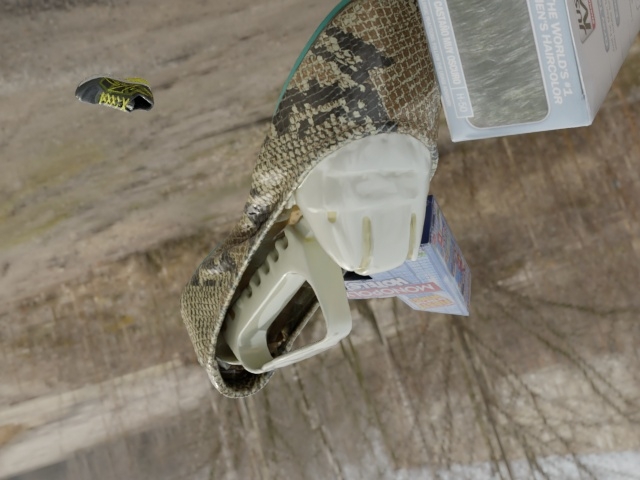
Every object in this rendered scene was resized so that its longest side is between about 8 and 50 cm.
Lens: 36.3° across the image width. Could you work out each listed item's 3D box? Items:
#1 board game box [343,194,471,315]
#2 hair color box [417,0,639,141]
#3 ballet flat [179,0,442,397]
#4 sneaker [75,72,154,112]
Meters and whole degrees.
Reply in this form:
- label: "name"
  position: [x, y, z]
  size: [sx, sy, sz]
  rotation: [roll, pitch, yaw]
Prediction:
- label: "board game box"
  position: [0.081, 0.030, 1.091]
  size: [0.194, 0.060, 0.194]
  rotation: [-9, 150, 33]
- label: "hair color box"
  position: [0.195, -0.244, 0.817]
  size: [0.114, 0.185, 0.374]
  rotation: [-4, -154, 29]
- label: "ballet flat"
  position: [0.000, 0.000, 0.904]
  size: [0.164, 0.182, 0.483]
  rotation: [2, 143, -29]
- label: "sneaker"
  position: [-0.204, -0.146, 0.979]
  size: [0.083, 0.035, 0.031]
  rotation: [-8, 138, -35]
